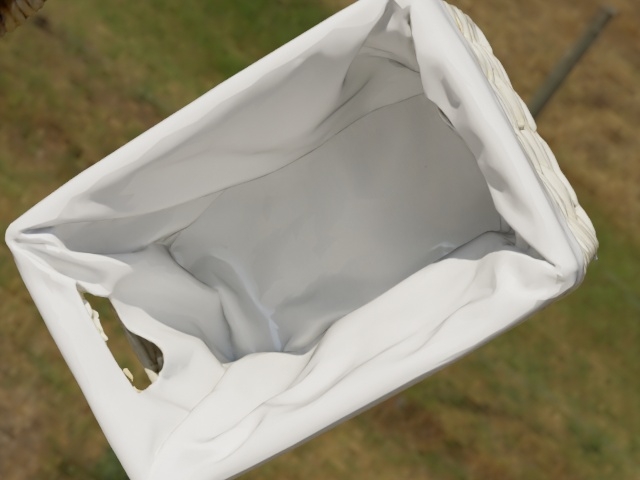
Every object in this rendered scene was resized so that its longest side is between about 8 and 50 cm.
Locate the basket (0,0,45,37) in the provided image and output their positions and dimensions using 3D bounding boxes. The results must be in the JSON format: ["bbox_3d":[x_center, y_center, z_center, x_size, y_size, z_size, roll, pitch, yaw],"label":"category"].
[{"bbox_3d":[-0.222,-0.139,0.886,0.223,0.299,0.213,42,-19,47],"label":"basket"}]

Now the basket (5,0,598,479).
[{"bbox_3d":[0.000,0.000,0.658,0.113,0.167,0.103,61,16,3],"label":"basket"}]
